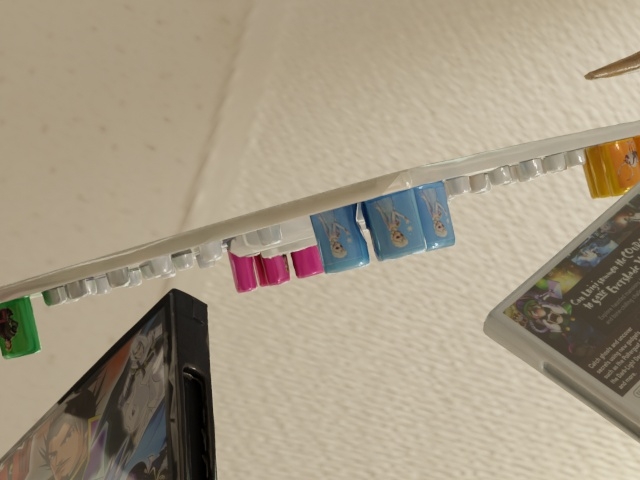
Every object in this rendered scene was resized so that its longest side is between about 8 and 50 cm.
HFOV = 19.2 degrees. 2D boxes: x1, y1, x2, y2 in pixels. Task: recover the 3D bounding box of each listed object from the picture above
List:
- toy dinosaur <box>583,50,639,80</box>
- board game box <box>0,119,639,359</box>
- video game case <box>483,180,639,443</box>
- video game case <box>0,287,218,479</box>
[{"bbox_3d":[0.147,-0.103,0.513,0.064,0.211,0.112,40,-58,-5],"label":"toy dinosaur"},{"bbox_3d":[0.000,0.000,1.299,0.390,0.390,0.050,-16,-90,35],"label":"board game box"},{"bbox_3d":[0.223,0.054,1.183,0.173,0.190,0.022,36,-42,20],"label":"video game case"},{"bbox_3d":[-0.155,0.199,1.146,0.275,0.035,0.248,-44,-147,29],"label":"video game case"}]
